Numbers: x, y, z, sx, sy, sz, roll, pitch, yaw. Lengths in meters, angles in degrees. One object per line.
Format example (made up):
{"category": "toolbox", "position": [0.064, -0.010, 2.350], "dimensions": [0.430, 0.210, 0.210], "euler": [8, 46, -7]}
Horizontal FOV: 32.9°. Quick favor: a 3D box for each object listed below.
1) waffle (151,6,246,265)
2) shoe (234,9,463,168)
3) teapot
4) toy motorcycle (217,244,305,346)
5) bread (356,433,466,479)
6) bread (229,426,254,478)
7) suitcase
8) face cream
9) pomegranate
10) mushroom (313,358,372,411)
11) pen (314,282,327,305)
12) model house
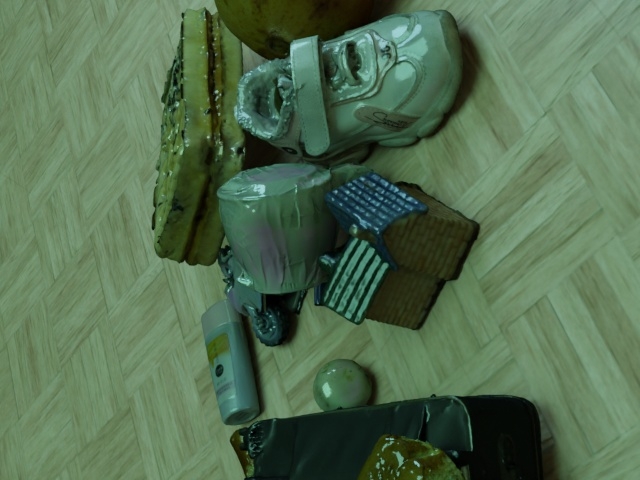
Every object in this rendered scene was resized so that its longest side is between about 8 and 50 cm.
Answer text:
{"category": "waffle", "position": [-0.197, -0.178, 1.750], "dimensions": [0.261, 0.114, 0.376], "euler": [109, 163, -44]}
{"category": "shoe", "position": [0.035, -0.212, 1.532], "dimensions": [0.351, 0.198, 0.171], "euler": [-33, 58, 42]}
{"category": "teapot", "position": [-0.035, -0.019, 1.544], "dimensions": [0.163, 0.222, 0.178], "euler": [8, 112, 42]}
{"category": "toy motorcycle", "position": [-0.106, 0.027, 1.705], "dimensions": [0.204, 0.108, 0.239], "euler": [29, 102, 50]}
{"category": "bread", "position": [0.094, 0.284, 1.134], "dimensions": [0.128, 0.069, 0.140], "euler": [35, 108, 45]}
{"category": "bread", "position": [-0.111, 0.332, 1.686], "dimensions": [0.047, 0.036, 0.083], "euler": [-60, 43, 32]}
{"category": "suitcase", "position": [0.084, 0.336, 1.327], "dimensions": [0.434, 0.194, 0.283], "euler": [-18, 69, 46]}
{"category": "face cream", "position": [-0.147, 0.195, 1.748], "dimensions": [0.084, 0.057, 0.198], "euler": [-41, 52, 35]}
{"category": "pomegranate", "position": [-0.040, -0.397, 1.627], "dimensions": [0.264, 0.264, 0.264], "euler": [-17, 68, 47]}
{"category": "mushroom", "position": [0.031, 0.209, 1.525], "dimensions": [0.067, 0.084, 0.083], "euler": [81, 177, -63]}
{"category": "pen", "position": [0.000, 0.000, 1.652], "dimensions": [0.025, 0.025, 0.204], "euler": [-16, 68, 47]}
{"category": "model house", "position": [0.074, 0.012, 1.448], "dimensions": [0.166, 0.172, 0.182], "euler": [36, 108, 47]}
